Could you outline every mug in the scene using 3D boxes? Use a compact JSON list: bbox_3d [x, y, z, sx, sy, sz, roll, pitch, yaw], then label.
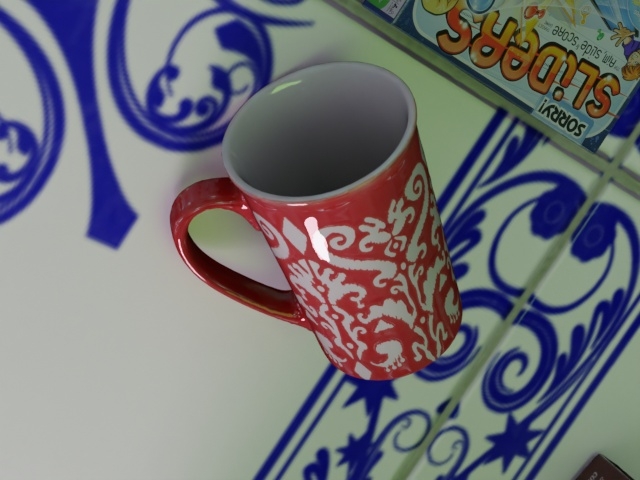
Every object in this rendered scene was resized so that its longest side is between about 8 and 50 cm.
[{"bbox_3d":[0.005,-0.007,1.053,0.113,0.150,0.169,-65,147,-36],"label":"mug"}]

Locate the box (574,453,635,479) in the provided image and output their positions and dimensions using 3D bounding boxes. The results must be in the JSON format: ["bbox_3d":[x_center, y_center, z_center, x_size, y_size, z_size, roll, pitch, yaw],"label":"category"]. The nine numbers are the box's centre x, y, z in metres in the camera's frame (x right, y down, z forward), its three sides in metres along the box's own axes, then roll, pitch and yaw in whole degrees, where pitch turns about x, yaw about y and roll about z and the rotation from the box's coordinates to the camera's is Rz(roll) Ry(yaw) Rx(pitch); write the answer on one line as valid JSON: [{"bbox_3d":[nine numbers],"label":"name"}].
[{"bbox_3d":[0.251,0.302,1.335,0.168,0.167,0.203,-48,131,1],"label":"box"}]

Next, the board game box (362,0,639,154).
[{"bbox_3d":[0.135,-0.151,1.078,0.201,0.035,0.136,26,100,-40],"label":"board game box"}]
